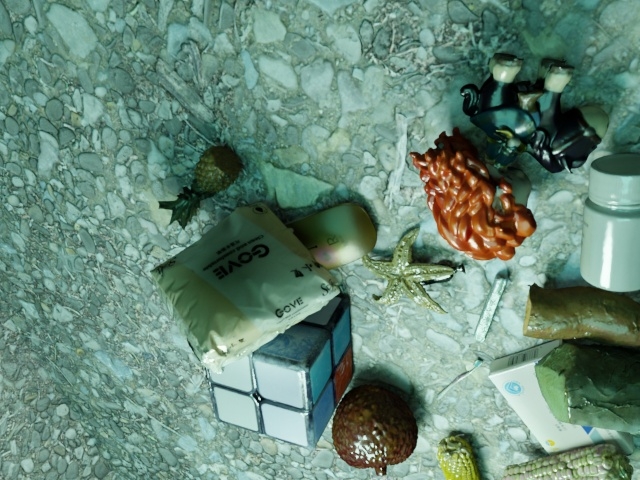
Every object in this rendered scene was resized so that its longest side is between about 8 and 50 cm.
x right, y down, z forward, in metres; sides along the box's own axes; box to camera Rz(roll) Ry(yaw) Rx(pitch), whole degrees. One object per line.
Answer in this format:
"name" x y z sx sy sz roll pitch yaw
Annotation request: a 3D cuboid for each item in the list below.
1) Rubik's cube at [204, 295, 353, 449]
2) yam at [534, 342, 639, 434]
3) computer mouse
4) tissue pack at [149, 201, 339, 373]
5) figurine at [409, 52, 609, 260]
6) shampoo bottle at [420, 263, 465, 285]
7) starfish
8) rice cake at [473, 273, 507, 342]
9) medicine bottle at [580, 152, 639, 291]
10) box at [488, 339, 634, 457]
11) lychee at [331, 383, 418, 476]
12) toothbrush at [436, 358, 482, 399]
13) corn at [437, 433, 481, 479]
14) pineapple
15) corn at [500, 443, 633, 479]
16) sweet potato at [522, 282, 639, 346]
"Rubik's cube" -0.106 0.334 1.533 0.314 0.318 0.315 9 123 21
"yam" 0.635 0.328 1.217 0.272 0.202 0.201 1 78 -2
"computer mouse" 0.000 0.000 1.437 0.311 0.072 0.158 -18 108 33
"tissue pack" -0.199 0.107 1.358 0.390 0.376 0.195 42 159 33
"figurine" 0.367 -0.166 1.091 0.306 0.241 0.411 29 112 -22
"shampoo bottle" 0.295 0.086 1.373 0.137 0.027 0.048 -21 99 33
"starfish" 0.216 0.082 1.377 0.277 0.062 0.235 38 116 19
"rice cake" 0.421 0.170 1.360 0.033 0.033 0.207 19 125 16
"medicine bottle" 0.595 -0.035 1.084 0.145 0.144 0.251 2 121 25
"box" 0.613 0.423 1.400 0.200 0.065 0.343 -31 102 35
"lychee" 0.155 0.547 1.591 0.261 0.260 0.260 12 123 19
"toothbrush" 0.384 0.389 1.520 0.022 0.017 0.204 29 127 -6
"corn" 0.428 0.710 1.644 0.106 0.106 0.305 -8 119 29
"pineapple" -0.328 -0.143 1.486 0.119 0.130 0.277 28 131 -30
"corn" 0.621 0.608 1.396 0.126 0.126 0.335 49 130 -8
"sweet potato" 0.625 0.165 1.202 0.337 0.131 0.131 2 119 20
